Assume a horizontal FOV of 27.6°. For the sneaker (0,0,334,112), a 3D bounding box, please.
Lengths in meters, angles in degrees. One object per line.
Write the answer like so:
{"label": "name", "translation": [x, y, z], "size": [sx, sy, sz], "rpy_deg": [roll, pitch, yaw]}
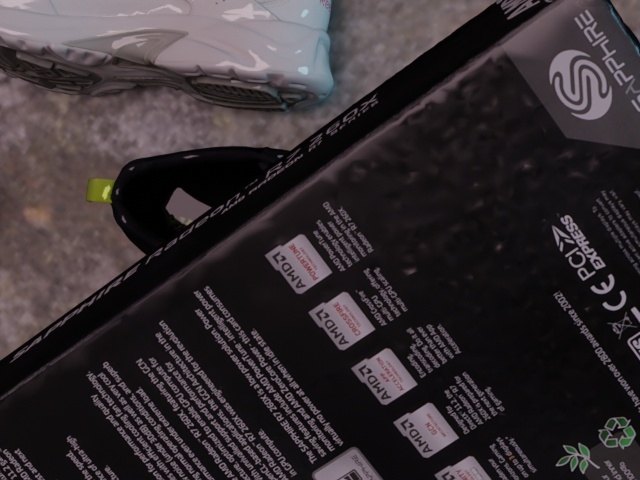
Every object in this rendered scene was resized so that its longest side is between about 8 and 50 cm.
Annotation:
{"label": "sneaker", "translation": [-0.100, -0.135, 0.681], "size": [0.232, 0.090, 0.115], "rpy_deg": [9, 80, 5]}

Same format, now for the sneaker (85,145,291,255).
{"label": "sneaker", "translation": [0.000, 0.000, 0.628], "size": [0.234, 0.097, 0.084], "rpy_deg": [5, 86, 14]}

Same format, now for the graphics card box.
{"label": "graphics card box", "translation": [0.020, 0.081, 0.563], "size": [0.371, 0.094, 0.233], "rpy_deg": [-36, 101, 14]}
